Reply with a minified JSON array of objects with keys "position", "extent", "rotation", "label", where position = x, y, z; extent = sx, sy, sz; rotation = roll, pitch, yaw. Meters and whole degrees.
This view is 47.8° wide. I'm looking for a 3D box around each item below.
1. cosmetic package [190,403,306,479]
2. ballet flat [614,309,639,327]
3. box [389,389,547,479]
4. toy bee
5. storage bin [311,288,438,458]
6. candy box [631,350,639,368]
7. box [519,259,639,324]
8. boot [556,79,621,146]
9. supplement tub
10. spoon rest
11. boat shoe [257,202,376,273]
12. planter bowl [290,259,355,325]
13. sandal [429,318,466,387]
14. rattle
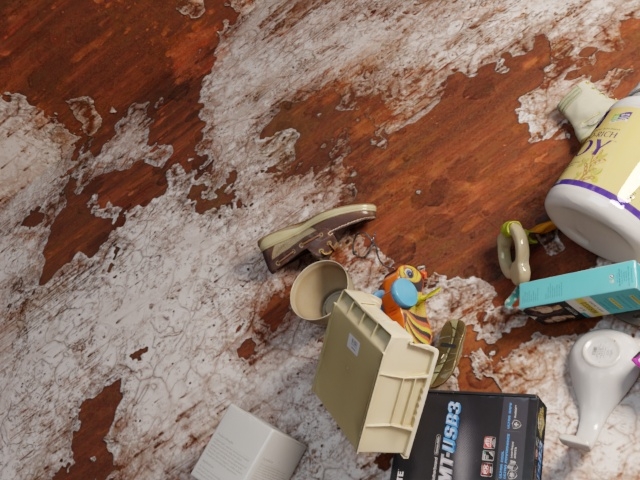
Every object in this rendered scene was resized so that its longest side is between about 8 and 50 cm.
[{"position":[-0.161,0.500,1.646],"extent":[0.151,0.151,0.183],"rotation":[20,74,40],"label":"cosmetic package"},{"position":[0.690,0.133,1.396],"extent":[0.250,0.058,0.084],"rotation":[-2,77,39],"label":"ballet flat"},{"position":[0.287,0.450,1.439],"extent":[0.294,0.073,0.295],"rotation":[-3,59,31],"label":"box"},{"position":[0.203,0.120,1.670],"extent":[0.195,0.162,0.298],"rotation":[-6,89,49],"label":"toy bee"},{"position":[0.106,0.269,1.511],"extent":[0.262,0.123,0.260],"rotation":[-138,60,-62],"label":"storage bin"},{"position":[0.701,0.189,1.283],"extent":[0.233,0.071,0.159],"rotation":[-50,56,13],"label":"candy box"},{"position":[0.530,0.108,1.442],"extent":[0.244,0.101,0.060],"rotation":[-18,52,42],"label":"box"},{"position":[0.677,-0.322,1.685],"extent":[0.213,0.077,0.165],"rotation":[-31,46,17],"label":"boot"},{"position":[0.646,-0.141,1.473],"extent":[0.241,0.241,0.331],"rotation":[30,80,42],"label":"supplement tub"},{"position":[0.529,0.286,1.392],"extent":[0.137,0.084,0.276],"rotation":[8,53,36],"label":"spoon rest"},{"position":[0.000,0.000,1.914],"extent":[0.342,0.123,0.123],"rotation":[-20,81,15],"label":"boat shoe"},{"position":[0.021,0.145,1.789],"extent":[0.162,0.109,0.162],"rotation":[-17,53,23],"label":"planter bowl"},{"position":[0.277,0.255,1.593],"extent":[0.072,0.049,0.180],"rotation":[10,52,32],"label":"sandal"},{"position":[0.468,0.056,1.591],"extent":[0.130,0.143,0.199],"rotation":[126,143,-49],"label":"rattle"}]
